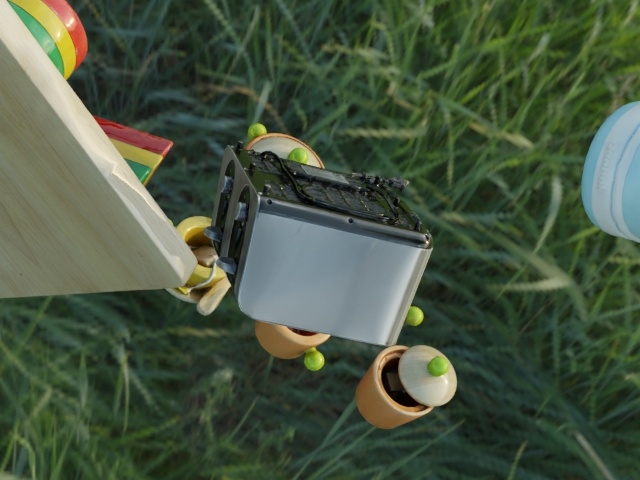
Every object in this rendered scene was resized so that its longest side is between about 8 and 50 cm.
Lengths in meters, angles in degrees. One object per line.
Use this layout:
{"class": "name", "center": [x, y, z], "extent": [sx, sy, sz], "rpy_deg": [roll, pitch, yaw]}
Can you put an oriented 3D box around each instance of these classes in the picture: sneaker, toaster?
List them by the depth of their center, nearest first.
{"class": "sneaker", "center": [0.357, -0.015, 0.977], "extent": [0.319, 0.208, 0.127], "rpy_deg": [-2, 109, -37]}
{"class": "toaster", "center": [0.000, 0.000, 1.199], "extent": [0.186, 0.168, 0.110], "rpy_deg": [12, 107, -18]}

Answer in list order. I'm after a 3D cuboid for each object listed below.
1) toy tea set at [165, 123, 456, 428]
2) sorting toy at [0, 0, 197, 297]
{"class": "toy tea set", "center": [0.009, 0.033, 1.380], "extent": [0.336, 0.124, 0.200], "rpy_deg": [36, 50, -5]}
{"class": "sorting toy", "center": [-0.233, -0.081, 1.059], "extent": [0.257, 0.255, 0.089], "rpy_deg": [56, 49, -28]}
